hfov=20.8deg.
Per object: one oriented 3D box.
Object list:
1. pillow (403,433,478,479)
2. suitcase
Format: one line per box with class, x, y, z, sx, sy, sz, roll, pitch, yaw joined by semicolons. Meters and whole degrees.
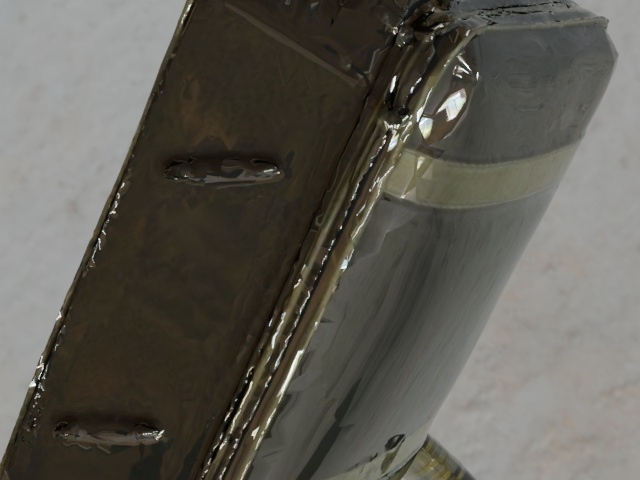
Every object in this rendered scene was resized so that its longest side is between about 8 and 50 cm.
pillow;0.119;0.207;1.371;0.038;0.203;0.113;-48;0;-11
suitcase;0.000;0.000;0.979;0.194;0.283;0.434;33;111;18
